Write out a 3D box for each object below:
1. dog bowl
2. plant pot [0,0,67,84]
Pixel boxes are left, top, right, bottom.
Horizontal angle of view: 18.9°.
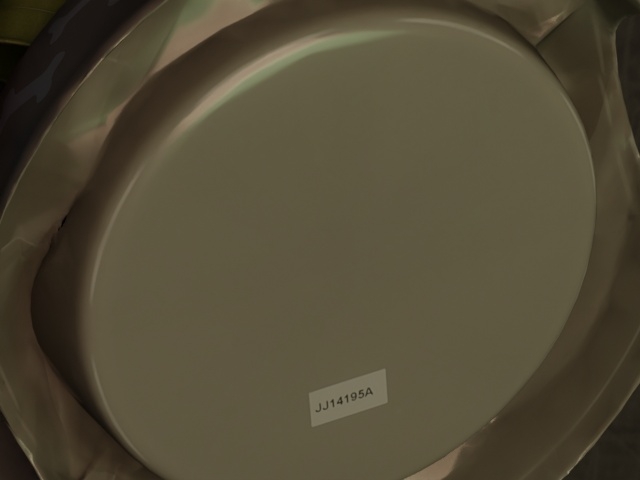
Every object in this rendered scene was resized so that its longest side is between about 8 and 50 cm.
[{"bbox_3d":[0.000,0.000,0.870,0.349,0.102,0.348,-12,123,-20],"label":"dog bowl"},{"bbox_3d":[-0.116,-0.112,0.891,0.083,0.083,0.079,19,76,-21],"label":"plant pot"}]
